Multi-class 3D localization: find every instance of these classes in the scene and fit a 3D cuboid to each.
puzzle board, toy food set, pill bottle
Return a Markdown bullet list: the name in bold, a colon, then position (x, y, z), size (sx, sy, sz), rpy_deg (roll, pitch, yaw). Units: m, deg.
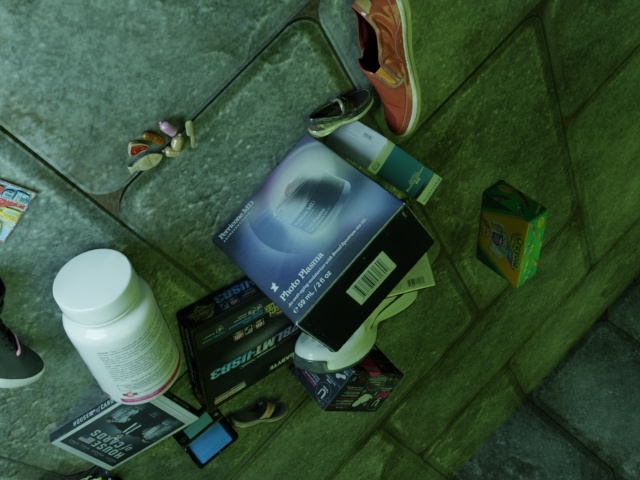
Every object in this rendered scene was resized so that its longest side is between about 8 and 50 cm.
- **puzzle board**: position (-0.502, -0.051, 1.127), size (0.096, 0.011, 0.128), rpy_deg (-55, 144, 7)
- **toy food set**: position (-0.272, -0.164, 1.265), size (0.122, 0.019, 0.077), rpy_deg (-23, 137, -21)
- **pill bottle**: position (-0.358, 0.156, 1.344), size (0.160, 0.160, 0.283), rpy_deg (-34, 142, -20)

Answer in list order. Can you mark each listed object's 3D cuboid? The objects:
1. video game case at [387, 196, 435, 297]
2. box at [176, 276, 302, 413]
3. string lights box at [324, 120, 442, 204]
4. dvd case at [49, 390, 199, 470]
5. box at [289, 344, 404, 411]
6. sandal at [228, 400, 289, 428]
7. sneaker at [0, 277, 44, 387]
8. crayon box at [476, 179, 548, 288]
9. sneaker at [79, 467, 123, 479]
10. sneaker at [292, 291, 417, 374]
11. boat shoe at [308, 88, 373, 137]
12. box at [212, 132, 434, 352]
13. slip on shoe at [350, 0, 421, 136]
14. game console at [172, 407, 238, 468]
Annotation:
- **video game case**: position (0.117, 0.027, 1.662), size (0.232, 0.210, 0.042), rpy_deg (-13, 171, -16)
- **box**: position (-0.161, 0.209, 1.685), size (0.296, 0.073, 0.293), rpy_deg (-28, 138, -27)
- **string lights box**: position (0.139, -0.170, 1.599), size (0.260, 0.133, 0.076), rpy_deg (23, 102, -53)
- **dvd case**: position (-0.395, 0.376, 1.534), size (0.239, 0.029, 0.179), rpy_deg (-32, 136, 9)
- **box**: position (0.069, 0.346, 1.978), size (0.247, 0.163, 0.142), rpy_deg (18, 112, -52)
- **sandal**: position (-0.151, 0.433, 1.916), size (0.180, 0.072, 0.049), rpy_deg (-4, 104, -40)
- **sneaker**: position (-0.520, 0.134, 1.195), size (0.147, 0.104, 0.296), rpy_deg (-45, 141, 3)
- **crayon box**: position (0.541, -0.015, 2.148), size (0.081, 0.165, 0.278), rpy_deg (-32, 141, -23)
- **sneaker**: position (-0.503, 0.534, 1.634), size (0.235, 0.084, 0.097), rpy_deg (44, 63, -56)
- **sneaker**: position (0.074, 0.101, 1.747), size (0.447, 0.169, 0.257), rpy_deg (-38, 131, -45)
- **boat shoe**: position (0.041, -0.257, 1.481), size (0.152, 0.056, 0.049), rpy_deg (-37, 148, -17)
- **box**: position (0.000, 0.000, 1.468), size (0.296, 0.294, 0.183), rpy_deg (-49, 143, -2)
- **slip on shoe**: position (0.122, -0.336, 1.453), size (0.101, 0.123, 0.331), rpy_deg (-26, 136, -11)
- **game console**: position (-0.273, 0.464, 1.799), size (0.122, 0.071, 0.107), rpy_deg (-38, 144, -16)
